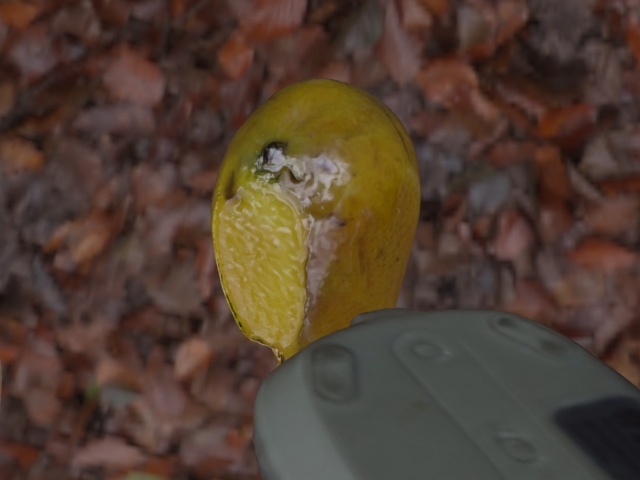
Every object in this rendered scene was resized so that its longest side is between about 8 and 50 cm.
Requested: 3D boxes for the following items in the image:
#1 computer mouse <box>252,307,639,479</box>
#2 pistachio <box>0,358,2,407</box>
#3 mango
[{"bbox_3d":[0.097,0.140,0.744,0.197,0.331,0.095,-3,122,-27],"label":"computer mouse"},{"bbox_3d":[-0.189,0.023,0.397,0.238,0.321,0.229,11,138,-20],"label":"pistachio"},{"bbox_3d":[0.000,0.000,1.425,0.130,0.167,0.262,30,131,35],"label":"mango"}]
